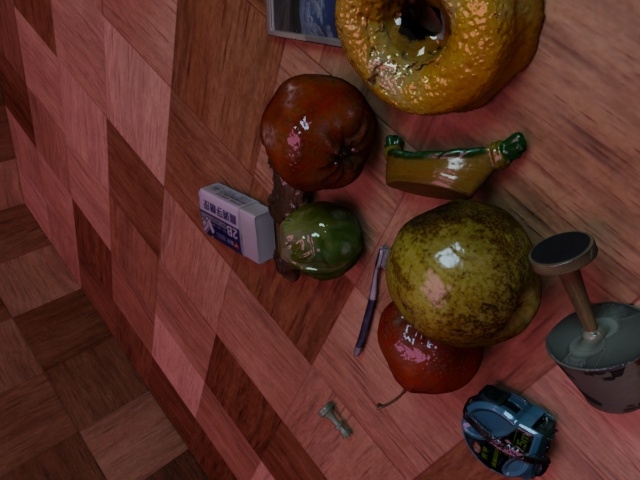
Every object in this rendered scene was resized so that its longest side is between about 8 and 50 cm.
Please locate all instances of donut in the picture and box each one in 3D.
[{"bbox_3d":[0.134,-0.269,0.648,0.253,0.118,0.254,24,137,24],"label":"donut"}]

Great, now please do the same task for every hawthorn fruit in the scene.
[{"bbox_3d":[0.159,0.210,0.868,0.165,0.165,0.286,37,135,32],"label":"hawthorn fruit"},{"bbox_3d":[-0.014,-0.177,0.830,0.200,0.179,0.179,49,143,33],"label":"hawthorn fruit"}]

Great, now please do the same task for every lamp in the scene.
[{"bbox_3d":[0.319,0.096,0.625,0.121,0.121,0.215,-5,119,52],"label":"lamp"}]

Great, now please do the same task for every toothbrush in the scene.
[{"bbox_3d":[0.095,0.124,1.007,0.026,0.024,0.288,27,132,21],"label":"toothbrush"}]

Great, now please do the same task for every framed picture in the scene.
[{"bbox_3d":[0.002,-0.393,0.803,0.260,0.023,0.189,27,128,40],"label":"framed picture"}]

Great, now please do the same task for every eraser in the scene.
[{"bbox_3d":[-0.189,-0.042,1.216,0.210,0.068,0.125,26,128,40],"label":"eraser"}]

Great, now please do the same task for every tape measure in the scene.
[{"bbox_3d":[0.287,0.301,0.830,0.146,0.081,0.125,29,129,38],"label":"tape measure"}]

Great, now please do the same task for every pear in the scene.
[{"bbox_3d":[0.187,0.050,0.693,0.197,0.197,0.197,29,132,38],"label":"pear"}]

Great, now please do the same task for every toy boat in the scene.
[{"bbox_3d":[0.169,-0.107,0.737,0.229,0.089,0.088,14,83,47],"label":"toy boat"}]

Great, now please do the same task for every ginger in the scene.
[{"bbox_3d":[-0.067,-0.029,1.057,0.122,0.084,0.290,25,131,32],"label":"ginger"}]

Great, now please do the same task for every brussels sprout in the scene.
[{"bbox_3d":[0.001,0.001,0.950,0.117,0.155,0.155,-104,10,-59],"label":"brussels sprout"}]

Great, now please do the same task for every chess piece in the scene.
[{"bbox_3d":[0.037,0.428,1.257,0.093,0.042,0.042,48,142,12],"label":"chess piece"}]
